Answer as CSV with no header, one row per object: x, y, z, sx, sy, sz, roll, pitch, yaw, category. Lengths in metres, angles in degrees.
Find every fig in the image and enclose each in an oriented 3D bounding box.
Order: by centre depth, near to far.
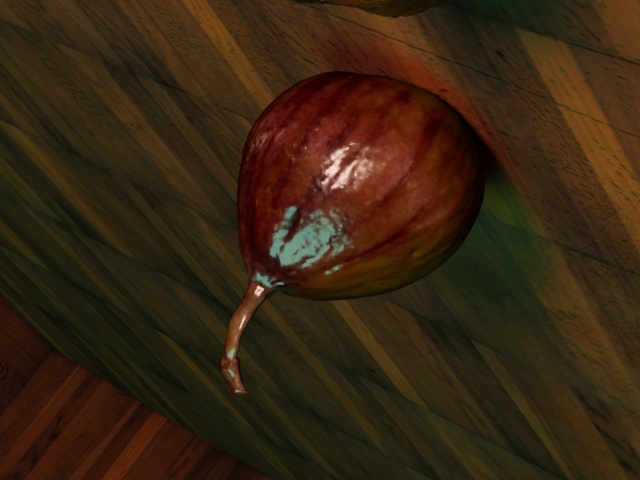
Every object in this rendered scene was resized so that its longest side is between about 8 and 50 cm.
0.004,-0.027,1.171,0.149,0.202,0.148,-99,-15,-58,fig

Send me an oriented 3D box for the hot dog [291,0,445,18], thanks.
0.007,-0.154,0.843,0.123,0.093,0.261,29,176,10,hot dog
